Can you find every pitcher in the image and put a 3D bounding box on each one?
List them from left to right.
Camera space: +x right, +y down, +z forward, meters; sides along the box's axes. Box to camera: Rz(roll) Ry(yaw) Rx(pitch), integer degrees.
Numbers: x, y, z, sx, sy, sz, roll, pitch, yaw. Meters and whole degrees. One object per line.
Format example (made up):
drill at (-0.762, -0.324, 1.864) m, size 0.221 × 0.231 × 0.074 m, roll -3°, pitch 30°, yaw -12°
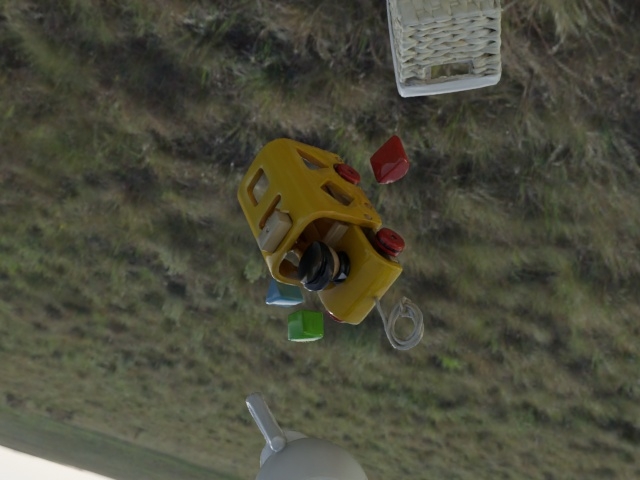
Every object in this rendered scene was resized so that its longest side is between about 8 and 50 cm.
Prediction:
pitcher at (-0.029, 0.255, 0.744) m, size 0.178 × 0.125 × 0.207 m, roll 57°, pitch 169°, yaw 0°

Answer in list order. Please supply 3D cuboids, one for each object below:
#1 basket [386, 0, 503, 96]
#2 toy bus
basket at (0.129, -0.255, 0.732) m, size 0.113 × 0.167 × 0.103 m, roll -7°, pitch 148°, yaw 7°
toy bus at (-0.007, -0.004, 0.621) m, size 0.104 × 0.191 × 0.202 m, roll 13°, pitch 168°, yaw -36°
